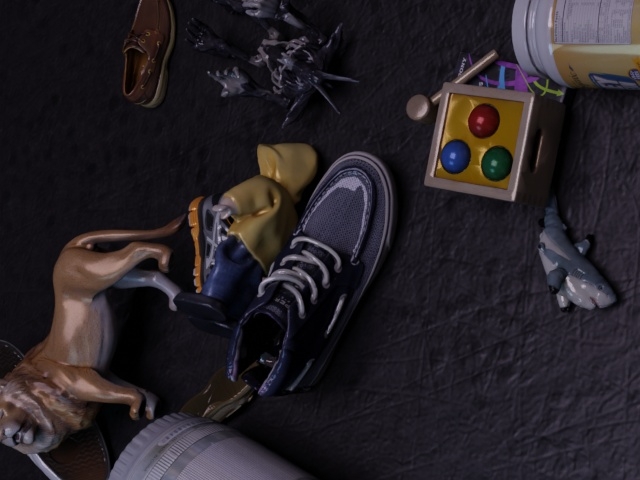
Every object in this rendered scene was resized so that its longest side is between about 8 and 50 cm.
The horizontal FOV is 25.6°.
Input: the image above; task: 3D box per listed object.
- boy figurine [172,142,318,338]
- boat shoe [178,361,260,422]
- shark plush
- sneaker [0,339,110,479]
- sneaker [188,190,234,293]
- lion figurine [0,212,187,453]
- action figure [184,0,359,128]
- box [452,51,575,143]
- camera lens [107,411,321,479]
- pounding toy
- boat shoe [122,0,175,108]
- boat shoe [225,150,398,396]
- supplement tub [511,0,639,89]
[{"bbox_3d":[-0.090,-0.018,1.854,0.092,0.177,0.285,11,67,30],"label":"boy figurine"},{"bbox_3d":[-0.132,0.219,1.944,0.153,0.048,0.056,-43,49,17],"label":"boat shoe"},{"bbox_3d":[0.296,0.015,1.661,0.067,0.073,0.161,-21,49,13],"label":"shark plush"},{"bbox_3d":[-0.415,0.281,2.128,0.290,0.106,0.123,48,153,20],"label":"sneaker"},{"bbox_3d":[-0.124,0.026,1.936,0.083,0.084,0.215,-23,70,27],"label":"sneaker"},{"bbox_3d":[-0.334,0.125,1.995,0.240,0.142,0.392,15,92,12],"label":"lion figurine"},{"bbox_3d":[-0.080,-0.259,1.905,0.275,0.141,0.164,34,103,38],"label":"action figure"},{"bbox_3d":[0.227,-0.161,1.730,0.162,0.029,0.116,19,95,38],"label":"box"},{"bbox_3d":[-0.116,0.364,1.796,0.274,0.219,0.219,25,99,36],"label":"camera lens"},{"bbox_3d":[0.178,-0.147,1.688,0.206,0.094,0.181,12,93,36],"label":"pounding toy"},{"bbox_3d":[-0.259,-0.288,2.089,0.064,0.060,0.178,3,85,37],"label":"boat shoe"},{"bbox_3d":[-0.010,0.049,1.783,0.127,0.158,0.340,23,101,18],"label":"boat shoe"},{"bbox_3d":[0.333,-0.243,1.590,0.199,0.144,0.144,7,88,38],"label":"supplement tub"}]
